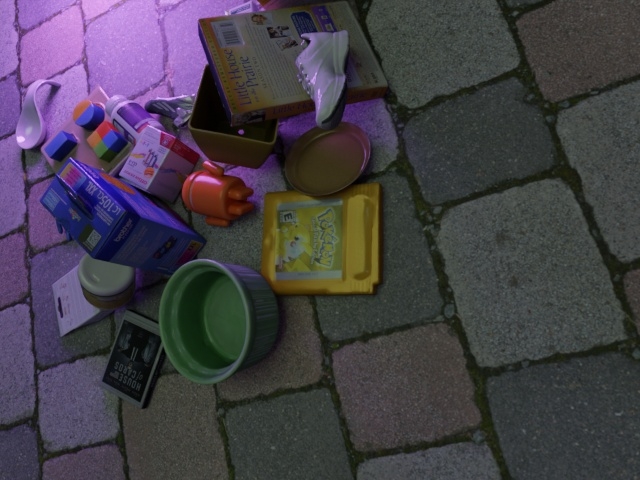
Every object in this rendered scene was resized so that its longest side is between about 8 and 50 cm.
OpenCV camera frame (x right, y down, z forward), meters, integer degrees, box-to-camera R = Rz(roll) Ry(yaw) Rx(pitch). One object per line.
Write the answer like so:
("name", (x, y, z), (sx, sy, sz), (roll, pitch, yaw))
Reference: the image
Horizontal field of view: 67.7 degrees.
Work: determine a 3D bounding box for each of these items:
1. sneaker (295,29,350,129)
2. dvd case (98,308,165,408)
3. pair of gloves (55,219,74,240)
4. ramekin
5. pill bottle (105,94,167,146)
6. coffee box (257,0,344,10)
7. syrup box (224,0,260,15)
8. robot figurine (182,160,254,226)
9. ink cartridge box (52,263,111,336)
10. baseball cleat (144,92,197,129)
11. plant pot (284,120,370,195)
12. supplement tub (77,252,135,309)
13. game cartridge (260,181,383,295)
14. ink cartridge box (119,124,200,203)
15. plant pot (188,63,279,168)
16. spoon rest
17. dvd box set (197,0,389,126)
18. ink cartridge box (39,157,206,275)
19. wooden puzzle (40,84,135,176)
("sneaker", (0.002, -0.381, 1.133), (0.130, 0.111, 0.296), (4, 59, -2))
("dvd case", (-0.539, 0.342, 1.393), (0.180, 0.030, 0.238), (17, 85, 24))
("pair of gloves", (-0.804, -0.092, 1.558), (0.198, 0.023, 0.159), (-21, 97, 24))
("ramekin", (-0.251, 0.198, 1.213), (0.304, 0.148, 0.303), (-1, 88, 31))
("pill bottle", (-0.585, -0.370, 1.502), (0.193, 0.108, 0.108), (42, 96, 15))
("coffee box", (-0.080, -0.838, 1.284), (0.338, 0.334, 0.337), (-30, 71, 16))
("syrup box", (-0.211, -0.569, 1.412), (0.093, 0.096, 0.236), (-13, 74, 19))
("robot figurine", (-0.294, -0.129, 1.337), (0.220, 0.158, 0.128), (12, 62, 24))
("ink cartridge box", (-0.754, 0.178, 1.511), (0.232, 0.066, 0.188), (-31, 69, 32))
("baseball cleat", (-0.469, -0.400, 1.495), (0.206, 0.072, 0.109), (-4, 84, 25))
("plant pot", (0.020, -0.212, 1.254), (0.237, 0.032, 0.236), (-9, 61, 18))
("supplement tub", (-0.602, 0.114, 1.356), (0.145, 0.199, 0.144), (9, 62, -17))
("game cartridge", (0.000, 0.000, 1.235), (0.324, 0.053, 0.285), (-4, 78, 23))
("ink cartridge box", (-0.479, -0.225, 1.427), (0.128, 0.127, 0.176), (27, 87, 23))
("plant pot", (-0.219, -0.310, 1.276), (0.213, 0.187, 0.212), (10, 66, -6))
("spoon rest", (-1.032, -0.462, 1.727), (0.138, 0.084, 0.276), (12, 83, 24))
("dvd box set", (-0.071, -0.467, 1.234), (0.421, 0.062, 0.307), (-16, 71, -17))
("ink cartridge box", (-0.534, -0.056, 1.271), (0.270, 0.395, 0.151), (37, 94, 24))
("wooden puzzle", (-0.791, -0.322, 1.603), (0.322, 0.080, 0.347), (-43, 67, 9))
